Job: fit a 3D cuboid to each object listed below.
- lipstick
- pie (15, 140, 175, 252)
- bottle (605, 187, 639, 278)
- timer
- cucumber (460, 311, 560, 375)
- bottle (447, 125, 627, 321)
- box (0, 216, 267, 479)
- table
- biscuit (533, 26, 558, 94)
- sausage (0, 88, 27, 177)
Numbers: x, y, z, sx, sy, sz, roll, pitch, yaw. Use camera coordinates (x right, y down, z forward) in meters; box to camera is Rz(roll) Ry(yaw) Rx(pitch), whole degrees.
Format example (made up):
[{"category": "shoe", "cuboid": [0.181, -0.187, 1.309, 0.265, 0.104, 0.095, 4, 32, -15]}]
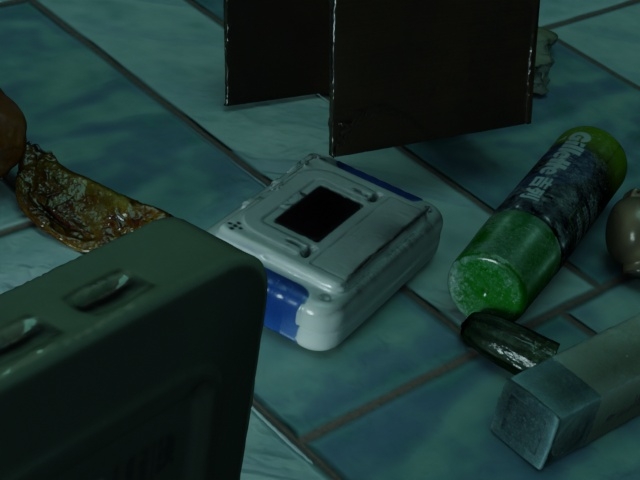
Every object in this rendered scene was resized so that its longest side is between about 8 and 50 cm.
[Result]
[{"category": "lipstick", "cuboid": [0.297, 0.122, 1.338, 0.317, 0.066, 0.068, -20, 45, -38]}, {"category": "pie", "cuboid": [-0.249, -0.032, 1.419, 0.191, 0.033, 0.088, 28, 53, 19]}, {"category": "bottle", "cuboid": [0.417, 0.004, 1.525, 0.209, 0.097, 0.110, 4, 78, -9]}, {"category": "timer", "cuboid": [0.000, 0.000, 1.410, 0.178, 0.078, 0.253, 26, 37, 20]}, {"category": "cucumber", "cuboid": [0.181, 0.099, 1.351, 0.105, 0.048, 0.048, 29, 38, 23]}, {"category": "bottle", "cuboid": [0.239, -0.021, 1.499, 0.093, 0.093, 0.330, 25, 36, 17]}, {"category": "box", "cuboid": [-0.184, 0.198, 0.818, 0.090, 0.367, 0.373, 32, 40, 28]}, {"category": "table", "cuboid": [0.066, -0.236, 1.609, 0.282, 0.196, 0.250, -12, 25, -30]}, {"category": "biscuit", "cuboid": [0.231, -0.250, 1.870, 0.265, 0.040, 0.188, -23, 46, -40]}, {"category": "sausage", "cuboid": [-0.405, -0.147, 1.463, 0.113, 0.113, 0.259, -23, 47, -40]}]
